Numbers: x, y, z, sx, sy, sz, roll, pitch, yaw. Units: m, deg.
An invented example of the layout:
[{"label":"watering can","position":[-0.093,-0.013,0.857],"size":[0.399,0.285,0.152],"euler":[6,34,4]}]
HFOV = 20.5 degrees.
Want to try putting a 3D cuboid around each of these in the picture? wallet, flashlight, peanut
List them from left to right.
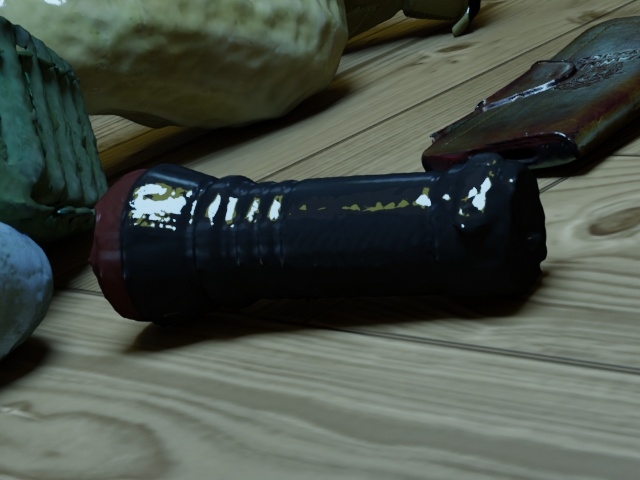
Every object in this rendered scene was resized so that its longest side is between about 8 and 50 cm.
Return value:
[{"label":"peanut","position":[-0.125,-0.162,1.300],"size":[0.174,0.158,0.340],"euler":[4,1,45]},{"label":"flashlight","position":[0.000,0.000,0.901],"size":[0.232,0.093,0.093],"euler":[-2,21,24]},{"label":"wallet","position":[0.172,-0.097,1.140],"size":[0.137,0.031,0.255],"euler":[0,22,41]}]

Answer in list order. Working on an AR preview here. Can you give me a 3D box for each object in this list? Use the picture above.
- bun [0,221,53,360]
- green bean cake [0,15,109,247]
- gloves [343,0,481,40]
[{"label":"bun","position":[-0.211,0.036,0.939],"size":[0.141,0.083,0.141],"euler":[-6,-17,-2]},{"label":"green bean cake","position":[-0.271,-0.037,1.093],"size":[0.255,0.132,0.241],"euler":[-16,-1,1]},{"label":"gloves","position":[-0.029,-0.215,1.498],"size":[0.331,0.141,0.154],"euler":[-12,10,1]}]
